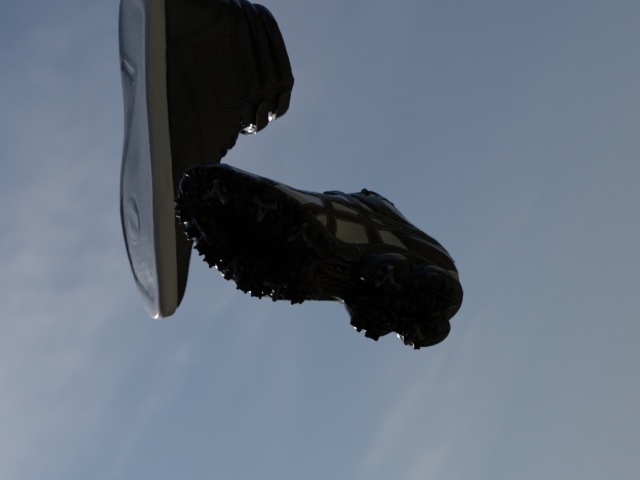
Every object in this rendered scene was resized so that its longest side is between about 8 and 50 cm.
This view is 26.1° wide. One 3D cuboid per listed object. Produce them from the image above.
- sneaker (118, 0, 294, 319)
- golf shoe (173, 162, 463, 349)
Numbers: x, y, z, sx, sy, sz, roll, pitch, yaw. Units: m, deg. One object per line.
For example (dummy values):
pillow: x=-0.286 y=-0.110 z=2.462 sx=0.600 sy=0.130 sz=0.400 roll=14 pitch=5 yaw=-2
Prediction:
sneaker: x=-0.092 y=-0.081 z=1.188 sx=0.146 sy=0.104 sz=0.296 roll=0 pitch=-91 yaw=-27
golf shoe: x=0.000 y=0.000 z=0.901 sx=0.077 sy=0.198 sz=0.094 roll=-59 pitch=6 yaw=29
